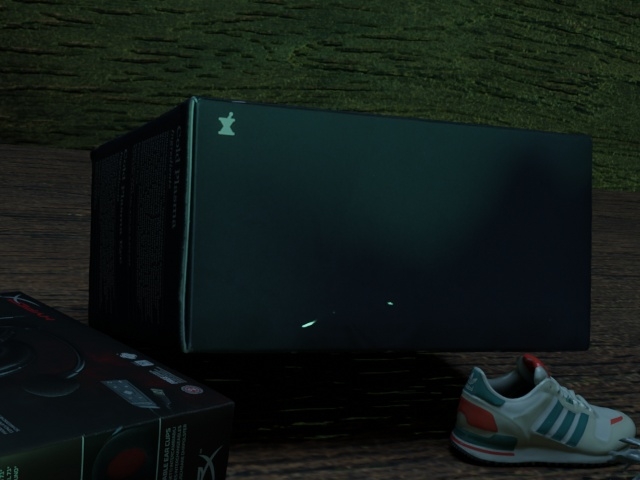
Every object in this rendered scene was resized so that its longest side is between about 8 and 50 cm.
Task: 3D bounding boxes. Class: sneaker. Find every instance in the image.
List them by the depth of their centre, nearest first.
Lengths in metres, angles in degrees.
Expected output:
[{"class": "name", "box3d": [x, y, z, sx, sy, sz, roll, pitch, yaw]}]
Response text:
[{"class": "sneaker", "box3d": [0.177, 0.127, 0.778, 0.161, 0.075, 0.057, 3, 12, -20]}]

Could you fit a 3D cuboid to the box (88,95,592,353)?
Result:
[{"class": "box", "box3d": [0.000, 0.000, 0.876, 0.343, 0.179, 0.312, 2, -3, -24]}]

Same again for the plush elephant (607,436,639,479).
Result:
[{"class": "plush elephant", "box3d": [0.345, 0.105, 0.554, 0.329, 0.272, 0.255, -23, 2, -7]}]

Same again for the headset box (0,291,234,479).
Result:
[{"class": "headset box", "box3d": [-0.224, 0.115, 0.492, 0.218, 0.110, 0.293, 18, 15, 42]}]
